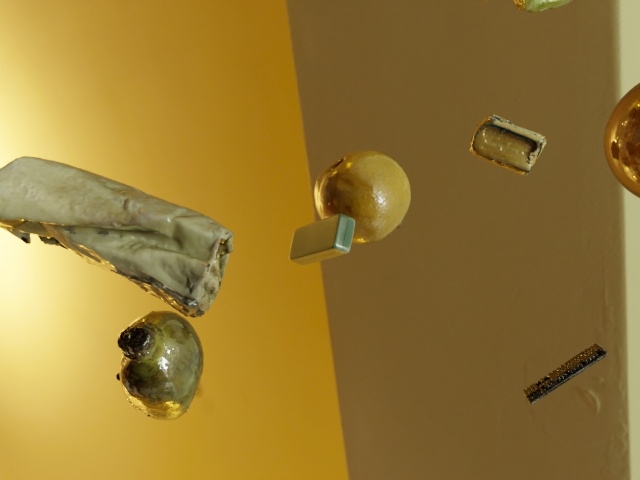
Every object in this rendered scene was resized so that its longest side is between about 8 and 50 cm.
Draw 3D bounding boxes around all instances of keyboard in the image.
[{"bbox_3d":[0.526,0.285,1.282,0.196,0.060,0.018,-37,-86,9],"label":"keyboard"}]

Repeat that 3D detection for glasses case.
[{"bbox_3d":[0.000,0.000,1.240,0.184,0.040,0.077,-17,-123,56],"label":"glasses case"}]

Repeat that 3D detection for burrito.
[{"bbox_3d":[-0.286,-0.014,0.809,0.332,0.190,0.135,23,-98,-5],"label":"burrito"}]

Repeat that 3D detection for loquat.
[{"bbox_3d":[0.124,-0.117,1.662,0.275,0.275,0.274,13,-69,35],"label":"loquat"}]

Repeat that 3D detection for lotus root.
[{"bbox_3d":[-0.279,0.217,1.025,0.173,0.173,0.309,51,-24,14],"label":"lotus root"}]

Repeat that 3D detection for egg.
[{"bbox_3d":[0.650,-0.174,0.999,0.323,0.250,0.250,9,-70,48],"label":"egg"}]

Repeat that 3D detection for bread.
[{"bbox_3d":[0.292,-0.151,0.933,0.106,0.053,0.072,26,-61,10],"label":"bread"}]

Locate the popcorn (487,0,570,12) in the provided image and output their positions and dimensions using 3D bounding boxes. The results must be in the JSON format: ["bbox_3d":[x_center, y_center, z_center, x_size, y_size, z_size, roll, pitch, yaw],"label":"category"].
[{"bbox_3d":[0.336,-0.513,0.993,0.290,0.326,0.321,-22,-127,32],"label":"popcorn"}]
